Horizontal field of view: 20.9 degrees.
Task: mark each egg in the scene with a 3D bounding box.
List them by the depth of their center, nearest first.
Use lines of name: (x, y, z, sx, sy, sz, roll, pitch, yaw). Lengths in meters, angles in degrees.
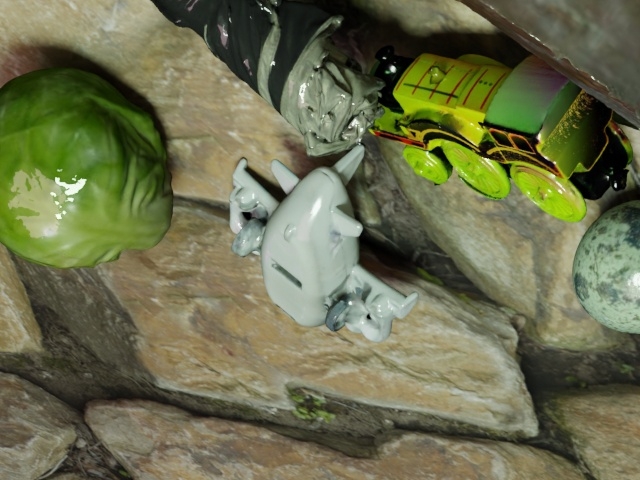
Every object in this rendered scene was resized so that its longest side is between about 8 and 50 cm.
egg: (0.318, 0.029, 1.739, 0.132, 0.132, 0.172, 33, 156, -8)

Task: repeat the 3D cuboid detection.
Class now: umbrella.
umbrella: (-0.082, -0.228, 1.679, 0.357, 0.106, 0.113, 42, 142, 12)

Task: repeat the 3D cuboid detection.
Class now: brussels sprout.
brussels sprout: (-0.279, -0.078, 1.951, 0.244, 0.244, 0.244, 19, 146, 14)

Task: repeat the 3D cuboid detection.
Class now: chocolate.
chocolate: (0.235, -0.170, 1.416, 0.321, 0.112, 0.112, 32, 179, -14)

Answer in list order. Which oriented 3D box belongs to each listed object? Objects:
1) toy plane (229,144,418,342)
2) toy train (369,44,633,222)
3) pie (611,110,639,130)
toy plane: (-0.004, 0.004, 1.946, 0.267, 0.122, 0.267, 35, 149, 25)
toy train: (0.158, -0.112, 1.631, 0.296, 0.100, 0.160, 18, 155, 48)
pie: (0.311, -0.200, 1.497, 0.323, 0.070, 0.323, 17, 146, 12)
